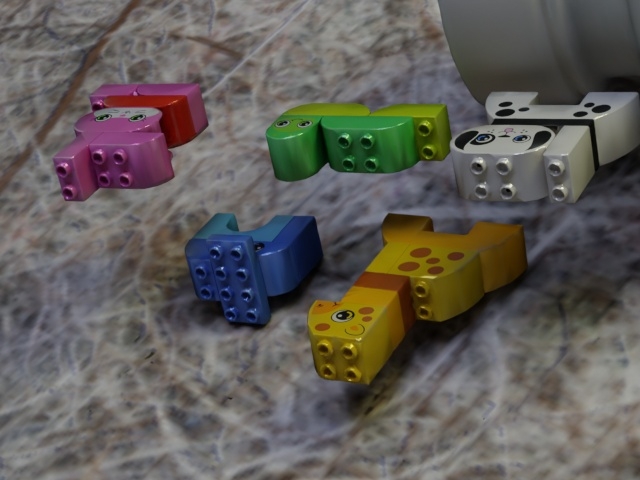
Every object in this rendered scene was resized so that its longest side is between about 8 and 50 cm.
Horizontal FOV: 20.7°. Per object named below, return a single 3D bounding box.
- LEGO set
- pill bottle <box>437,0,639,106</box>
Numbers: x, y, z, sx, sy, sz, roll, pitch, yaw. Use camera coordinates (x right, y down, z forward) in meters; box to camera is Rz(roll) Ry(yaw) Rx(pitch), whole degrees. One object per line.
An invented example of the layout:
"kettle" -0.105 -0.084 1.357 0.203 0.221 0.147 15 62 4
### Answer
"LEGO set" 0.000 0.000 0.652 0.227 0.087 0.093 2 30 27
"pill bottle" 0.207 -0.126 0.631 0.318 0.176 0.176 -4 43 21
